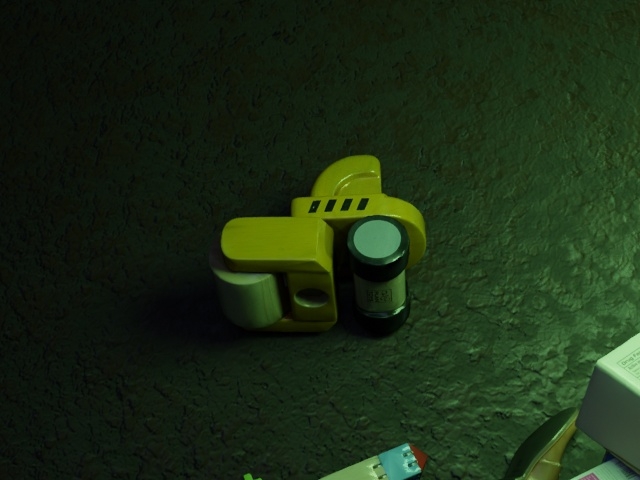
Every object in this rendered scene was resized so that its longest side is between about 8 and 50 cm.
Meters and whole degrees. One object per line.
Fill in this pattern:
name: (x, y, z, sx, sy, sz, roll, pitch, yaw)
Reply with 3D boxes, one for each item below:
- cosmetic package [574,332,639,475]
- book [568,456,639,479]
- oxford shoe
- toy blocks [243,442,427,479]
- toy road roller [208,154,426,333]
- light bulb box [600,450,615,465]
cosmetic package: (0.466, 0.233, 1.435, 0.160, 0.113, 0.309, -24, 47, -36)
book: (0.313, 0.308, 1.435, 0.144, 0.035, 0.096, -21, 45, -17)
oxford shoe: (0.322, 0.337, 1.845, 0.076, 0.076, 0.212, 41, 74, -7)
toy blocks: (0.083, 0.466, 1.777, 0.260, 0.191, 0.381, -20, 63, -11)
toy road roller: (0.000, 0.000, 1.976, 0.329, 0.202, 0.241, -2, 54, 4)
light bulb box: (0.400, 0.459, 1.555, 0.225, 0.358, 0.361, 20, 51, 17)
